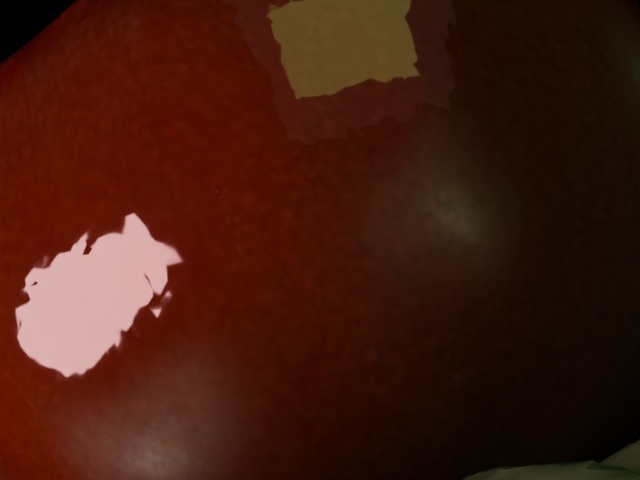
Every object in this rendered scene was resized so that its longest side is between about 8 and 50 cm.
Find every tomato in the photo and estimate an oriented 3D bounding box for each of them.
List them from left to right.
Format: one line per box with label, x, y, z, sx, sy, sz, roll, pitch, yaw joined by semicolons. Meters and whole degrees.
tomato;0.000;0.000;0.519;0.256;0.256;0.224;-22;73;-30

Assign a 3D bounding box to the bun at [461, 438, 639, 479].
bun;0.137;0.174;0.319;0.365;0.219;0.365;0;38;0
